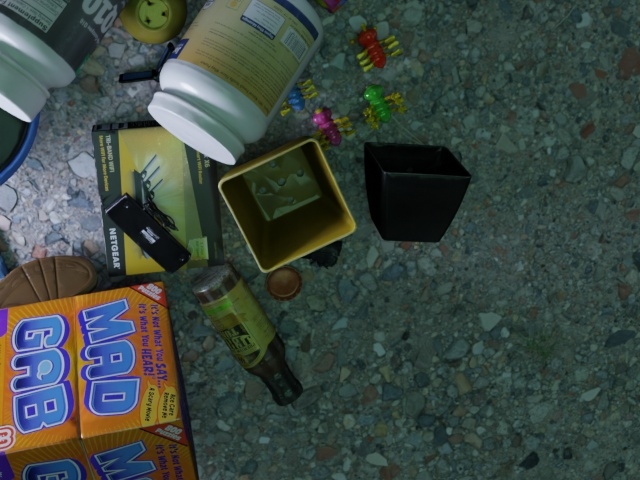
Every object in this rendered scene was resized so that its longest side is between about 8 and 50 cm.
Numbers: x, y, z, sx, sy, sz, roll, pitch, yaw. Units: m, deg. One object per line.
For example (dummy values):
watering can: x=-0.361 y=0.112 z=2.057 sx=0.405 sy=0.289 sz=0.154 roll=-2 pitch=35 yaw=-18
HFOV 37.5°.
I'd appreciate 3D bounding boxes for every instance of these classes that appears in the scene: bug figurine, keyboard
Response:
bug figurine: x=0.044 y=-0.310 z=1.947 sx=0.279 sy=0.072 sz=0.216 roll=-27 pitch=112 yaw=-3
keyboard: x=-0.334 y=-0.024 z=1.904 sx=0.100 sy=0.038 sz=0.192 roll=-33 pitch=113 yaw=26

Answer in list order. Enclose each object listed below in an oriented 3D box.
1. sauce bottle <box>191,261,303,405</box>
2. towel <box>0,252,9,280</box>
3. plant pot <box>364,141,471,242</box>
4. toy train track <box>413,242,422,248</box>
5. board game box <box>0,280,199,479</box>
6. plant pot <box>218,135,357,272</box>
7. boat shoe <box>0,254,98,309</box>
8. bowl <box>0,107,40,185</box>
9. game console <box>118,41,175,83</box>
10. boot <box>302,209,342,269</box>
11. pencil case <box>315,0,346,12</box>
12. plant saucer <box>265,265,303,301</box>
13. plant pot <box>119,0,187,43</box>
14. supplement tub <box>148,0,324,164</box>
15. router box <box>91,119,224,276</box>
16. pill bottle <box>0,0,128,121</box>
sauce bottle: x=-0.148 y=0.212 z=2.053 sx=0.111 sy=0.111 sz=0.344 roll=-32 pitch=109 yaw=0
towel: x=-0.688 y=0.041 z=1.937 sx=0.067 sy=0.029 sz=0.119 roll=-20 pitch=110 yaw=-5
plant pot: x=0.191 y=-0.096 z=1.991 sx=0.187 sy=0.188 sz=0.167 roll=2 pitch=114 yaw=-12
toy train track: x=0.219 y=-0.020 z=2.103 sx=0.048 sy=0.014 sz=0.083 roll=1 pitch=106 yaw=-11
board game box: x=-0.443 y=0.353 z=1.852 sx=0.356 sy=0.356 sz=0.356 roll=-10 pitch=133 yaw=-8
plant pot: x=-0.073 y=-0.095 z=1.927 sx=0.212 sy=0.187 sz=0.212 roll=-25 pitch=110 yaw=1
boat shoe: x=-0.610 y=0.140 z=1.950 sx=0.342 sy=0.123 sz=0.123 roll=-26 pitch=150 yaw=-2
bowl: x=-0.723 y=-0.255 z=1.757 sx=0.391 sy=0.077 sz=0.391 roll=-3 pitch=98 yaw=-23
game console: x=-0.338 y=-0.346 z=1.834 sx=0.071 sy=0.122 sz=0.107 roll=25 pitch=101 yaw=-17
boot: x=0.000 y=0.000 z=2.051 sx=0.099 sy=0.045 sz=0.121 roll=16 pitch=107 yaw=-16
pencil case: x=0.068 y=-0.562 z=1.862 sx=0.104 sy=0.104 sz=0.236 roll=42 pitch=93 yaw=-20
plant saucer: x=-0.081 y=0.094 z=2.081 sx=0.083 sy=0.013 sz=0.083 roll=-3 pitch=109 yaw=-10
plant pot: x=-0.323 y=-0.442 z=1.821 sx=0.134 sy=0.095 sz=0.134 roll=-3 pitch=108 yaw=-10
supplement tub: x=-0.160 y=-0.326 z=1.779 sx=0.228 sy=0.228 sz=0.316 roll=35 pitch=79 yaw=-19
router box: x=-0.330 y=-0.091 z=1.938 sx=0.243 sy=0.081 sz=0.309 roll=-6 pitch=108 yaw=-9
pill bottle: x=-0.490 y=-0.407 z=1.694 sx=0.204 sy=0.204 sz=0.361 roll=36 pitch=80 yaw=-19
